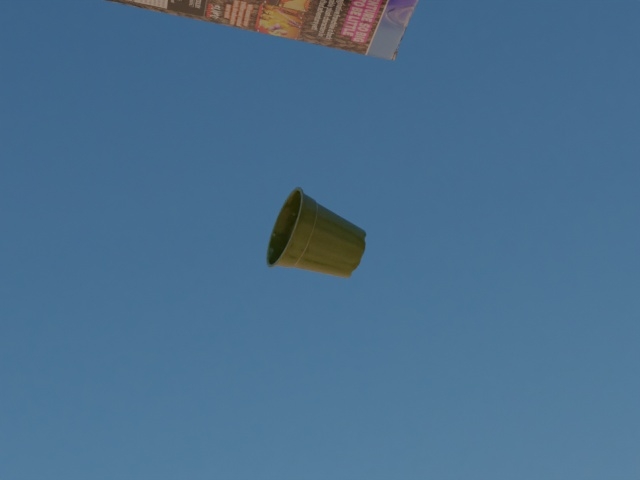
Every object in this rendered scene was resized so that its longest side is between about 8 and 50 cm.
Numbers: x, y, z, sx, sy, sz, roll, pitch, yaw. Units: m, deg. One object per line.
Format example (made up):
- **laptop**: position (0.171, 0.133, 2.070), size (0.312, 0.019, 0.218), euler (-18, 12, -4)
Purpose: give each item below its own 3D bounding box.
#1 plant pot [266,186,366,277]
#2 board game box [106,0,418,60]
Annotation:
- **plant pot**: position (0.000, 0.000, 1.906), size (0.079, 0.083, 0.083), euler (20, -34, -15)
- **board game box**: position (-0.047, -0.286, 1.710), size (0.291, 0.141, 0.232), euler (11, -16, -4)
